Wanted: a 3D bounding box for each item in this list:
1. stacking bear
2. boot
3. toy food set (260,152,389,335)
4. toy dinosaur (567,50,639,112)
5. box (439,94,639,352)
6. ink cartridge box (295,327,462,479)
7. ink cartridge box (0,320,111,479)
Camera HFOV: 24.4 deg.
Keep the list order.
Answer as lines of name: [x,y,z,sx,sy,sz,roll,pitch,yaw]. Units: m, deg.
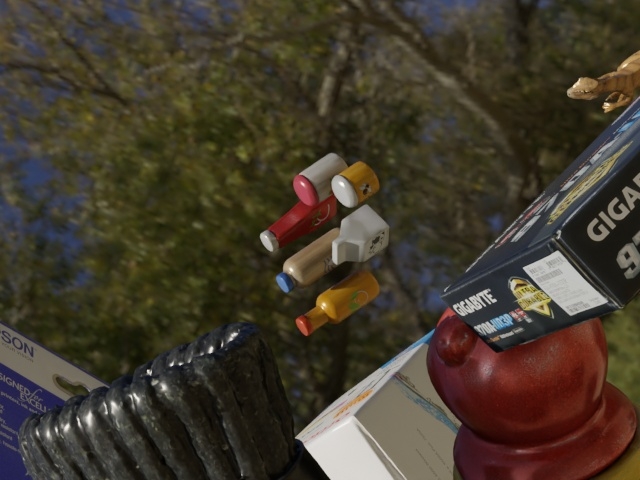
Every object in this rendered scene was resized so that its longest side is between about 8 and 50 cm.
stacking bear: [0.152,0.152,0.954,0.175,0.164,0.289,-27,-66,-14]
boot: [0.016,0.160,0.826,0.131,0.348,0.260,-1,-108,-80]
toy food set: [0.000,0.000,1.651,0.104,0.111,0.232,-34,-27,-21]
toy dinosaur: [0.355,-0.188,1.578,0.211,0.064,0.112,-37,-22,-20]
box: [0.178,-0.039,0.788,0.220,0.051,0.175,-43,1,-17]
ink cartridge box: [0.064,0.219,1.336,0.171,0.168,0.233,-39,-2,29]
ink cartridge box: [-0.248,0.249,1.472,0.072,0.307,0.304,-42,-56,17]
